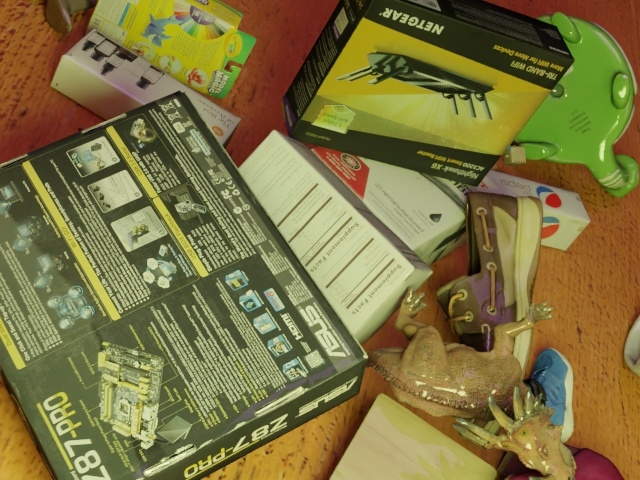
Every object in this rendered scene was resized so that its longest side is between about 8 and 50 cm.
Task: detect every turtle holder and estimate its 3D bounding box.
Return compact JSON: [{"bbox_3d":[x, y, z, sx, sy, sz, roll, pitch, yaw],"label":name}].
[{"bbox_3d":[0.452,-0.247,1.955,0.320,0.243,0.227,33,19,13],"label":"turtle holder"}]

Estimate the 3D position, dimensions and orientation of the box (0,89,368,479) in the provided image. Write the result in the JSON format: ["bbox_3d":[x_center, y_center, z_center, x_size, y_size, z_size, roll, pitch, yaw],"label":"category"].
[{"bbox_3d":[-0.187,0.057,1.164,0.318,0.097,0.395,-26,64,-21],"label":"box"}]

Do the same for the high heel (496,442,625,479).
[{"bbox_3d":[0.267,0.332,1.253,0.181,0.127,0.377,29,29,10],"label":"high heel"}]

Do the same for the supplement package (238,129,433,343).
[{"bbox_3d":[0.000,0.000,1.397,0.244,0.134,0.139,46,9,14],"label":"supplement package"}]

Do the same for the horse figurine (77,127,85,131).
[{"bbox_3d":[-0.212,-0.040,1.379,0.174,0.066,0.263,21,36,-29],"label":"horse figurine"}]

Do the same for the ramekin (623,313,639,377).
[{"bbox_3d":[0.583,0.131,1.632,0.127,0.273,0.273,44,37,-8],"label":"ramekin"}]

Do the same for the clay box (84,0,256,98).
[{"bbox_3d":[-0.210,-0.304,1.613,0.222,0.127,0.053,26,39,-12],"label":"clay box"}]

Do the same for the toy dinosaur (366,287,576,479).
[{"bbox_3d":[0.152,0.164,1.269,0.296,0.127,0.200,9,35,14],"label":"toy dinosaur"}]

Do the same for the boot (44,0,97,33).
[{"bbox_3d":[-0.358,-0.340,1.615,0.087,0.042,0.118,-13,58,-47],"label":"boot"}]

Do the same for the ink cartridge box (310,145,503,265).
[{"bbox_3d":[0.105,-0.060,1.593,0.197,0.114,0.273,45,37,14],"label":"ink cartridge box"}]

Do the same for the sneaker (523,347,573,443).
[{"bbox_3d":[0.288,0.193,1.500,0.084,0.058,0.152,29,43,-22],"label":"sneaker"}]

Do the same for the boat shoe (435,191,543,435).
[{"bbox_3d":[0.208,0.087,1.465,0.123,0.123,0.342,13,68,-1],"label":"boat shoe"}]

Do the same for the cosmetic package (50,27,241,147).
[{"bbox_3d":[-0.234,-0.187,1.525,0.239,0.060,0.099,31,38,-4],"label":"cosmetic package"}]

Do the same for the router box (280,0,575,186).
[{"bbox_3d":[0.137,-0.209,1.484,0.309,0.243,0.081,12,43,-26],"label":"router box"}]

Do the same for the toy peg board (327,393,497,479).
[{"bbox_3d":[0.086,0.287,1.253,0.161,0.079,0.160,34,53,2],"label":"toy peg board"}]

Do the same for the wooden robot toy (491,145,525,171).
[{"bbox_3d":[0.259,-0.114,1.827,0.173,0.076,0.079,-3,86,-38],"label":"wooden robot toy"}]

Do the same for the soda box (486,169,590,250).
[{"bbox_3d":[0.312,-0.050,1.769,0.216,0.074,0.069,12,43,-26],"label":"soda box"}]
